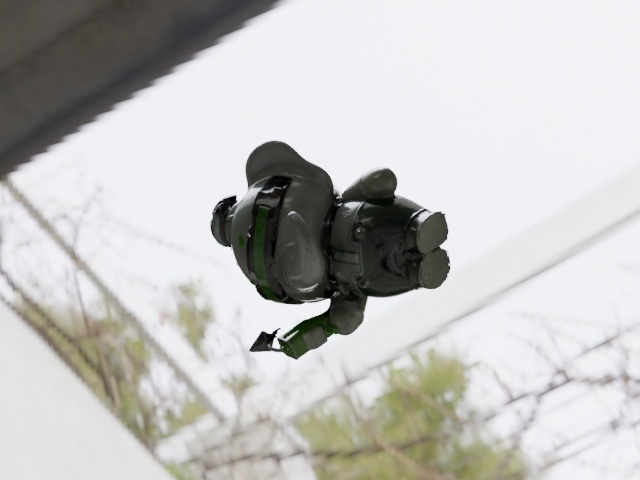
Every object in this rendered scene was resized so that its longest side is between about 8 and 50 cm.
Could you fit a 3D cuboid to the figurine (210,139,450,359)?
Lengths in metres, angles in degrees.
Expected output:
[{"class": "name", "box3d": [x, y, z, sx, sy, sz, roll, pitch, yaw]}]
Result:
[{"class": "figurine", "box3d": [0.000, 0.000, 1.456, 0.126, 0.192, 0.147, -35, -55, -48]}]
